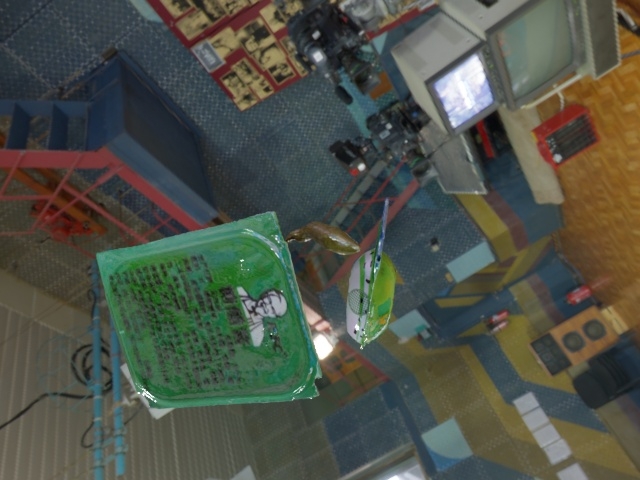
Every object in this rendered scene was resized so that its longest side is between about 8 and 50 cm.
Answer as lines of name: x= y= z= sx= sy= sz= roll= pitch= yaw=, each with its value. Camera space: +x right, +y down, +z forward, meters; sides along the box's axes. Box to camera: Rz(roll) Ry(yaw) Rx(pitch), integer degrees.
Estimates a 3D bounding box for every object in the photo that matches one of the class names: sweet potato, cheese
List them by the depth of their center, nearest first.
sweet potato: x=0.002 y=-0.006 z=0.761 sx=0.153 sy=0.041 sz=0.038 roll=10 pitch=154 yaw=44
cheese: x=0.093 y=0.067 z=0.901 sx=0.320 sy=0.083 sz=0.203 roll=92 pitch=-171 yaw=-45

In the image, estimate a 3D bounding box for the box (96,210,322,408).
box: x=-0.156 y=0.106 z=0.769 sx=0.106 sy=0.337 sz=0.263 roll=-32 pitch=-71 yaw=-66
